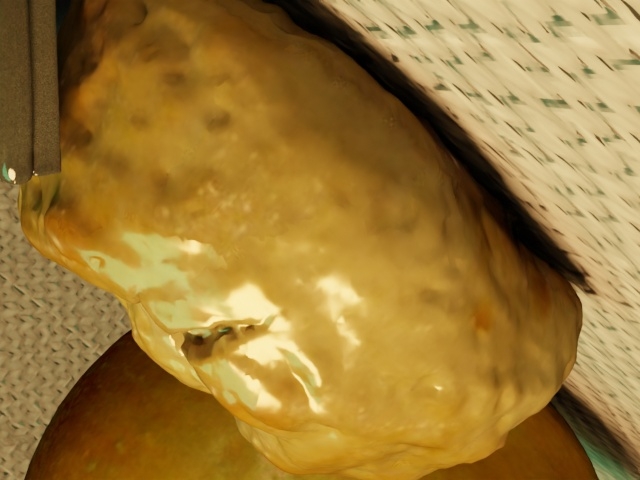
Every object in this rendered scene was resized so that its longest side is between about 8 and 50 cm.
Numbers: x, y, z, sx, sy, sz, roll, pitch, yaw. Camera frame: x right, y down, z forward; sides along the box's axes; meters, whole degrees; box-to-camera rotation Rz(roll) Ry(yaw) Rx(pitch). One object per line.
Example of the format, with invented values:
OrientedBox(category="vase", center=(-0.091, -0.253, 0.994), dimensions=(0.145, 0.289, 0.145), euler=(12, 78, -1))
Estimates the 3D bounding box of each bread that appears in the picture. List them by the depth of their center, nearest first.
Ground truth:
OrientedBox(category="bread", center=(-0.016, 0.002, 0.697), dimensions=(0.244, 0.134, 0.244), euler=(42, 176, 4))

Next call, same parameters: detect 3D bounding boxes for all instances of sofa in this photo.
OrientedBox(category="sofa", center=(-0.130, -0.096, 0.607), dimensions=(0.085, 0.060, 0.147), euler=(33, 127, 56))

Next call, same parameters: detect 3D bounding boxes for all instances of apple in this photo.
OrientedBox(category="apple", center=(0.010, 0.209, 1.103), dimensions=(0.374, 0.374, 0.384), euler=(36, 159, 37))

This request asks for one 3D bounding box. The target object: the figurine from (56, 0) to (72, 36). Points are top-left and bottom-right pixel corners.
OrientedBox(category="figurine", center=(-0.148, -0.103, 0.738), dimensions=(0.114, 0.144, 0.178), euler=(35, 163, 10))
